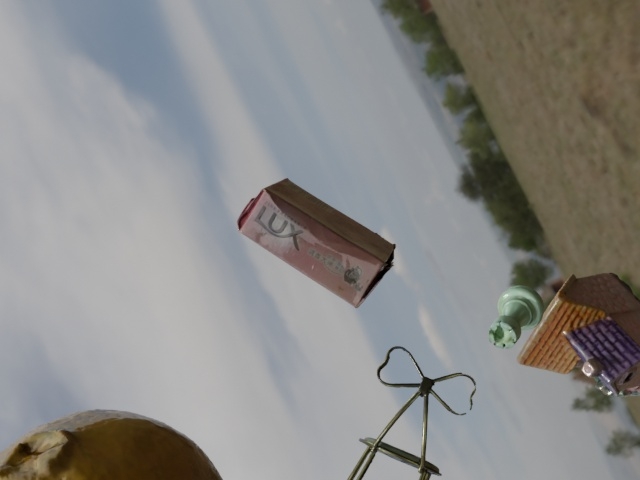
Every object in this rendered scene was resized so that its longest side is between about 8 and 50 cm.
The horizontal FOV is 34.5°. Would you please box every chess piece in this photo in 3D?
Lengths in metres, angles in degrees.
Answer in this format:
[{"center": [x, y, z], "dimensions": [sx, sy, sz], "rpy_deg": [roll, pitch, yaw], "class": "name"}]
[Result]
[{"center": [0.270, 0.112, 1.444], "dimensions": [0.067, 0.067, 0.103], "rpy_deg": [61, -145, -9], "class": "chess piece"}]

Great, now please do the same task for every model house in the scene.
[{"center": [0.541, 0.214, 2.086], "dimensions": [0.237, 0.202, 0.237], "rpy_deg": [-4, -133, -38], "class": "model house"}]

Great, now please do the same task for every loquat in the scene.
[{"center": [-0.142, 0.219, 0.684], "dimensions": [0.176, 0.187, 0.234], "rpy_deg": [-133, 29, -55], "class": "loquat"}]

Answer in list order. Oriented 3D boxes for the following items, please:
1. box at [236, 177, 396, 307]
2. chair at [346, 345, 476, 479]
[{"center": [0.000, 0.000, 1.062], "dimensions": [0.156, 0.060, 0.111], "rpy_deg": [31, -168, 5], "class": "box"}, {"center": [0.129, 0.354, 1.678], "dimensions": [0.159, 0.326, 0.170], "rpy_deg": [22, 172, 14], "class": "chair"}]
